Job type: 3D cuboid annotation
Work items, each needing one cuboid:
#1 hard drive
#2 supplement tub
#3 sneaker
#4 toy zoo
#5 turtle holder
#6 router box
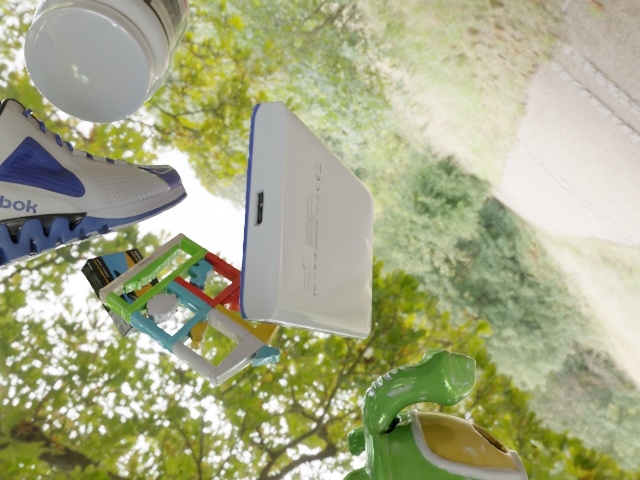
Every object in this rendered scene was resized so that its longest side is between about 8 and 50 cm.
[{"bbox_3d":[0.000,0.000,0.717,0.040,0.210,0.318,-2,168,20],"label":"hard drive"},{"bbox_3d":[-0.312,-0.317,0.923,0.191,0.191,0.272,38,-149,-27],"label":"supplement tub"},{"bbox_3d":[-0.312,-0.082,0.719,0.127,0.315,0.182,-13,99,40],"label":"sneaker"},{"bbox_3d":[-0.185,0.114,1.003,0.293,0.192,0.030,31,136,16],"label":"toy zoo"},{"bbox_3d":[0.149,0.320,0.809,0.227,0.321,0.243,-6,158,6],"label":"turtle holder"},{"bbox_3d":[-0.409,0.108,1.313,0.179,0.046,0.133,53,-148,14],"label":"router box"}]
